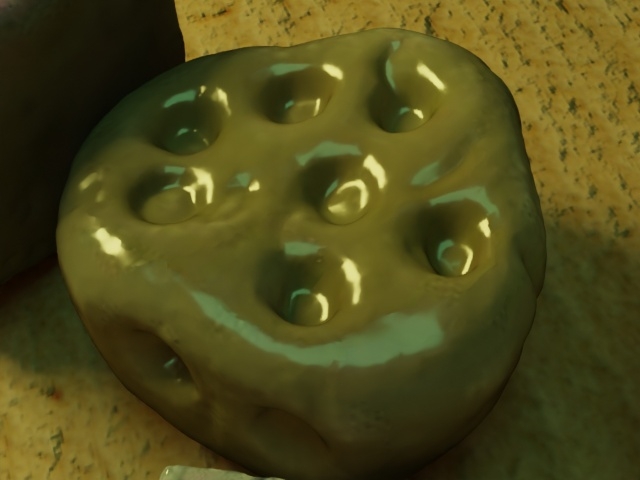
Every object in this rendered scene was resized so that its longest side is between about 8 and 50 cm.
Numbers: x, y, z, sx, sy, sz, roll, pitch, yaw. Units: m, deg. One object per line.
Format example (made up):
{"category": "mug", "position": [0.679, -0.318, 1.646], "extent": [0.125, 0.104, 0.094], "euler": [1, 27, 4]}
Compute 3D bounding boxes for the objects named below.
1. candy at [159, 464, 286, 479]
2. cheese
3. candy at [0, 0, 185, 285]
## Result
{"category": "candy", "position": [0.006, 0.142, 0.400], "extent": [0.160, 0.073, 0.092], "euler": [8, 59, 12]}
{"category": "cheese", "position": [0.000, 0.000, 0.482], "extent": [0.218, 0.117, 0.235], "euler": [-31, 55, -18]}
{"category": "candy", "position": [-0.168, -0.080, 0.533], "extent": [0.137, 0.185, 0.195], "euler": [34, 59, 23]}
